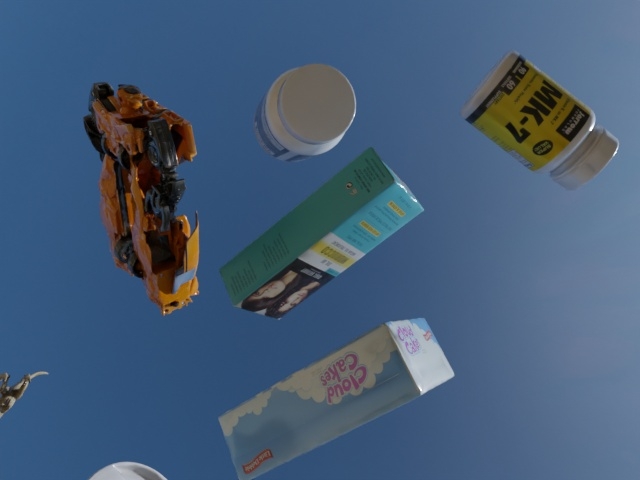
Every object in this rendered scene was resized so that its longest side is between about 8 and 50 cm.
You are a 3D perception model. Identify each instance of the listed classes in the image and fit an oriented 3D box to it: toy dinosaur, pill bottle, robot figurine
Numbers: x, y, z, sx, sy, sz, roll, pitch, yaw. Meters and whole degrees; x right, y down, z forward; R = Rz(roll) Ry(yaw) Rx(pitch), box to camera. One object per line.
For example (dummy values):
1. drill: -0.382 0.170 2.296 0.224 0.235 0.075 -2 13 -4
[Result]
1. toy dinosaur: -0.565 0.280 0.918 0.053 0.183 0.093 25 -59 -9
2. pill bottle: 0.327 -0.176 0.758 0.208 0.119 0.119 37 -89 0
3. pill bottle: -0.036 -0.240 0.972 0.162 0.278 0.162 -1 -85 -15
4. robot figurine: -0.225 -0.058 0.651 0.211 0.085 0.291 34 -49 32

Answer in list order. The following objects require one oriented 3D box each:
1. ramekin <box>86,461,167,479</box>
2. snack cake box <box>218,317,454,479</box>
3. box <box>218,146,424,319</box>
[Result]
1. ramekin: -0.429 0.630 1.074 0.127 0.273 0.273 -46 -106 18
2. snack cake box: 0.021 0.199 0.641 0.264 0.152 0.089 -34 -112 20
3. box: 0.000 0.000 0.623 0.244 0.100 0.060 -38 -122 15
